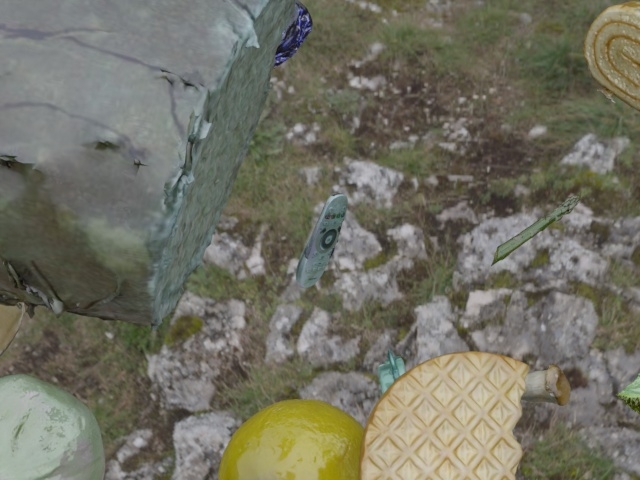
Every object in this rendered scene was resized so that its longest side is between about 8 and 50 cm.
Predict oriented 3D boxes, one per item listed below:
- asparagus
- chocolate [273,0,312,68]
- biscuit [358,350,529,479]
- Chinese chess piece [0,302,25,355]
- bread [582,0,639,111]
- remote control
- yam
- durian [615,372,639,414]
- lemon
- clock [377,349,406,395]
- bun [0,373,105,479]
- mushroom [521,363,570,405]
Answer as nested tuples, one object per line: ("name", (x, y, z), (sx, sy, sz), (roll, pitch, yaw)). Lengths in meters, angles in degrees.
("asparagus", (0.418, -0.025, 1.526), (0.236, 0.034, 0.027), (-34, 93, -10))
("chocolate", (-0.138, -0.344, 1.621), (0.126, 0.148, 0.343), (27, 71, -4))
("biscuit", (0.152, 0.280, 0.999), (0.205, 0.040, 0.309), (14, 73, 0))
("Chinese chess piece", (-0.691, 0.124, 1.488), (0.104, 0.257, 0.257), (-1, 54, 40))
("bread", (0.405, -0.234, 0.999), (0.073, 0.122, 0.149), (-22, 52, -31))
("remote control", (0.002, 0.000, 1.871), (0.045, 0.097, 0.256), (37, 115, 31))
("yam", (-0.200, -0.091, 0.403), (0.348, 0.241, 0.241), (14, 61, -2))
("durian", (0.661, 0.266, 1.481), (0.215, 0.086, 0.100), (-26, 60, -16))
("lemon", (-0.039, 0.355, 1.147), (0.240, 0.219, 0.240), (2, 95, 24))
("clock", (0.161, 0.321, 1.679), (0.060, 0.188, 0.148), (-12, 48, 4))
("bun", (-0.504, 0.368, 1.307), (0.283, 0.283, 0.179), (16, 24, 18))
("mushroom", (0.419, 0.298, 1.660), (0.209, 0.084, 0.071), (-3, 38, 42))
